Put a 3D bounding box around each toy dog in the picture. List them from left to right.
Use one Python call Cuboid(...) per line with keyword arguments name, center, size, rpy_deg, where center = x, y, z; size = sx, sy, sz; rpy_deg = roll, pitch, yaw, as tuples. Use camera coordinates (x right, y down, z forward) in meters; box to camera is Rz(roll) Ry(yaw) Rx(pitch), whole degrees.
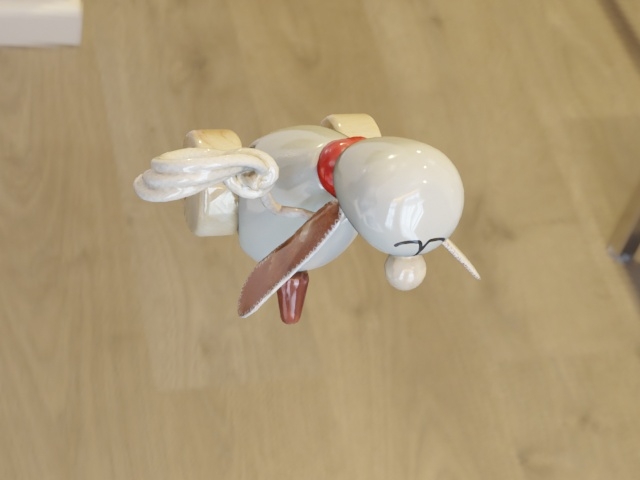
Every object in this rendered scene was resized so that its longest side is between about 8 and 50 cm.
Cuboid(name="toy dog", center=(0.000, 0.000, 1.047), size=(0.220, 0.161, 0.333), rpy_deg=(-5, 9, 3))
